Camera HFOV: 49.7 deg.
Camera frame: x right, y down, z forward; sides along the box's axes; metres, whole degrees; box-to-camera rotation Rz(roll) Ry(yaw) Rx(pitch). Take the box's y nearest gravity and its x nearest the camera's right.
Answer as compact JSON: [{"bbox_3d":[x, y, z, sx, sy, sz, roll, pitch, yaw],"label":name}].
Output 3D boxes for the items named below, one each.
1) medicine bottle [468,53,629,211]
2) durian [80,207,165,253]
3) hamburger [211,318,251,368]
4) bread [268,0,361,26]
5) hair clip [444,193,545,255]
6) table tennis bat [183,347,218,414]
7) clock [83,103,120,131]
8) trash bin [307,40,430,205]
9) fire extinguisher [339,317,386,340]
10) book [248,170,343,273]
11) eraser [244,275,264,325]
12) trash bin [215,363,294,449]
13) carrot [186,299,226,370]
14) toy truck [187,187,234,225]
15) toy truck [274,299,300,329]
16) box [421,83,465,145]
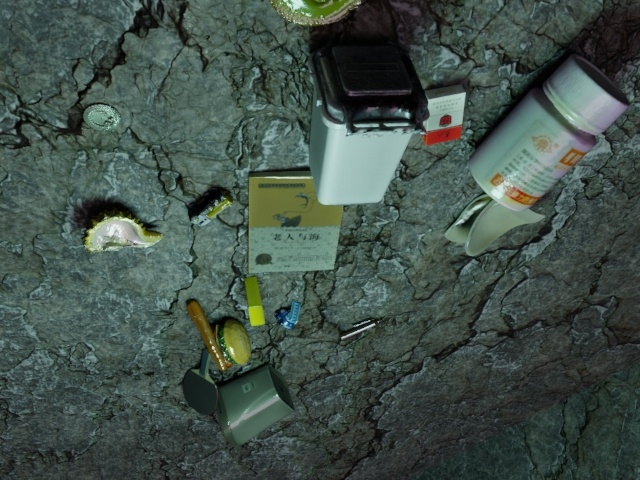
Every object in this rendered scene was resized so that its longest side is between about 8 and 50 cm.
[{"bbox_3d":[0.589,-0.277,1.808,0.219,0.219,0.388,17,128,-32],"label":"medicine bottle"},{"bbox_3d":[-0.525,-0.031,1.836,0.224,0.078,0.140,5,123,-37],"label":"durian"},{"bbox_3d":[-0.296,0.336,2.248,0.115,0.162,0.162,-20,139,14],"label":"hamburger"},{"bbox_3d":[-0.011,-0.554,1.425,0.236,0.070,0.236,-9,137,-9],"label":"bread"},{"bbox_3d":[0.518,-0.059,2.116,0.282,0.113,0.172,-40,134,17],"label":"hair clip"},{"bbox_3d":[-0.412,0.492,2.412,0.021,0.154,0.274,-30,140,-54],"label":"table tennis bat"},{"bbox_3d":[-0.508,-0.285,1.606,0.083,0.010,0.074,19,128,-32],"label":"clock"},{"bbox_3d":[0.092,-0.250,1.641,0.255,0.296,0.368,-5,143,-14],"label":"trash bin"},{"bbox_3d":[0.146,0.306,2.447,0.173,0.035,0.049,-24,100,9],"label":"fire extinguisher"},{"bbox_3d":[-0.074,-0.044,1.977,0.268,0.032,0.389,-3,136,-8],"label":"book"},{"bbox_3d":[-0.204,0.186,2.132,0.045,0.122,0.097,-10,138,-5],"label":"eraser"},{"bbox_3d":[-0.247,0.592,2.507,0.250,0.220,0.219,-29,139,4],"label":"trash bin"},{"bbox_3d":[-0.353,0.296,2.158,0.043,0.043,0.248,-25,93,2],"label":"carrot"},{"bbox_3d":[-0.295,-0.089,1.857,0.123,0.052,0.063,-35,142,18],"label":"toy truck"},{"bbox_3d":[-0.100,0.242,2.273,0.090,0.073,0.056,-47,132,12],"label":"toy truck"},{"bbox_3d":[0.318,-0.326,1.797,0.100,0.048,0.152,-10,136,-4],"label":"box"}]
